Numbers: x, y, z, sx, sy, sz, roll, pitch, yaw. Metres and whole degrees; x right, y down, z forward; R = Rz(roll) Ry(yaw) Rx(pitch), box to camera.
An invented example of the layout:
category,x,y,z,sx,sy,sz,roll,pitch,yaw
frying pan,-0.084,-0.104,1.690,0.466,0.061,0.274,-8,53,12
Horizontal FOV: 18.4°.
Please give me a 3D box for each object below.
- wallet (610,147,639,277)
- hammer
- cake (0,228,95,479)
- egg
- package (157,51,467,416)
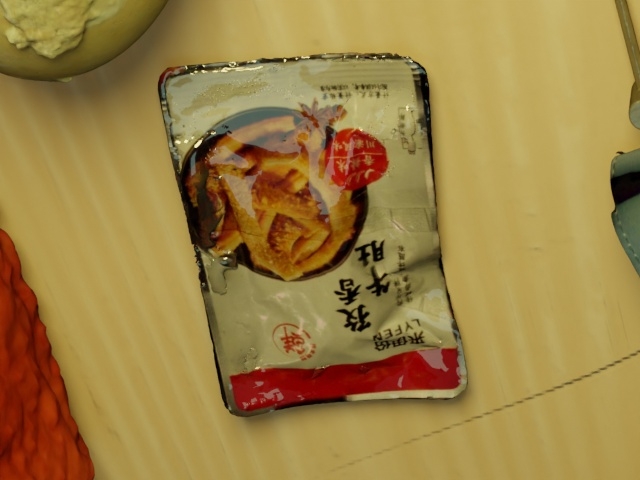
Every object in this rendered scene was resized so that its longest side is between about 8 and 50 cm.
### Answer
category,x,y,z,sx,sy,sz,roll,pitch,yaw
wallet,0.275,-0.003,1.033,0.231,0.069,0.170,-22,100,38
hammer,0.162,-0.114,1.048,0.019,0.035,0.110,-13,112,18
cake,-0.330,0.129,1.159,0.319,0.270,0.269,-10,122,15
egg,-0.140,-0.173,0.981,0.164,0.164,0.201,9,130,4
package,0.000,0.000,1.153,0.154,0.030,0.239,-4,123,10
